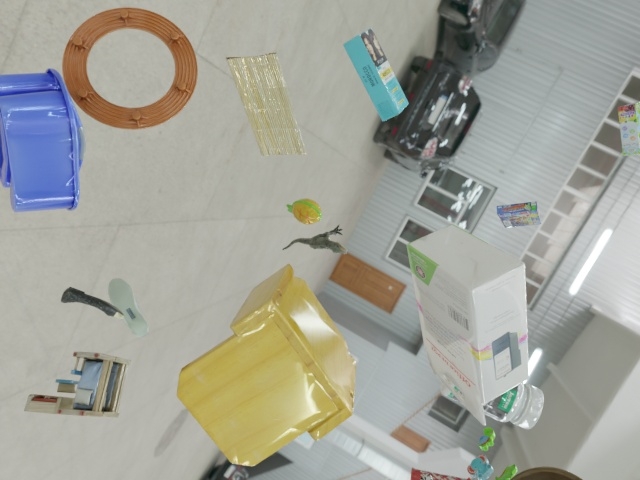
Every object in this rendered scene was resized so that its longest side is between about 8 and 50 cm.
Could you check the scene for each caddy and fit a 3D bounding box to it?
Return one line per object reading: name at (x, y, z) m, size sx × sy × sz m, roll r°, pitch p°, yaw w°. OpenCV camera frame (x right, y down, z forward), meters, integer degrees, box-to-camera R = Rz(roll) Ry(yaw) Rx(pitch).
caddy at (-0.643, -0.224, 1.069) m, size 0.179 × 0.241 × 0.342 m, roll -15°, pitch 137°, yaw -39°

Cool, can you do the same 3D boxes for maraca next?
maraca at (-0.067, -0.117, 1.869) m, size 0.185 × 0.127 × 0.099 m, roll -2°, pitch -134°, yaw 53°

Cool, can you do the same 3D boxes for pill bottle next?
pill bottle at (0.698, 0.612, 1.882) m, size 0.204 × 0.360 × 0.204 m, roll 23°, pitch 90°, yaw -82°

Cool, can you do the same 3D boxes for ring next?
ring at (-0.489, -0.450, 1.182) m, size 0.337 × 0.336 × 0.032 m, roll -59°, pitch -175°, yaw -12°

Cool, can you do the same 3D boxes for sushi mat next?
sushi mat at (-0.146, -0.369, 1.291) m, size 0.317 × 0.151 × 0.019 m, roll 72°, pitch 26°, yaw -42°

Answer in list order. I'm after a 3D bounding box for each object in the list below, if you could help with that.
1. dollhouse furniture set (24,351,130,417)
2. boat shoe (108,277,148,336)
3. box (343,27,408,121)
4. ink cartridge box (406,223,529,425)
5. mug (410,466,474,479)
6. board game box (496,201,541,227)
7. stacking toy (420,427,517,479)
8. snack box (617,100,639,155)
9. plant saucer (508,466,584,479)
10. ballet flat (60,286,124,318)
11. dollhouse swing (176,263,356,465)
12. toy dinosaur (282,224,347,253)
dollhouse furniture set at (-0.553, 0.319, 1.019) m, size 0.129 × 0.183 × 0.130 m, roll 68°, pitch 24°, yaw -66°
boat shoe at (-0.683, 0.243, 1.621) m, size 0.079 × 0.228 × 0.081 m, roll -27°, pitch 175°, yaw -32°
box at (0.165, -0.480, 1.332) m, size 0.060 × 0.244 × 0.100 m, roll -18°, pitch -158°, yaw 38°
ink cartridge box at (0.299, 0.170, 0.924) m, size 0.119 × 0.207 × 0.354 m, roll -23°, pitch 120°, yaw -14°
mug at (0.335, 0.683, 1.258) m, size 0.150 × 0.169 × 0.113 m, roll -42°, pitch 130°, yaw -69°
board game box at (0.749, -0.094, 1.725) m, size 0.201 × 0.136 × 0.035 m, roll 25°, pitch 63°, yaw -59°
stacking toy at (0.331, 0.536, 1.025) m, size 0.221 × 0.167 × 0.052 m, roll -38°, pitch -153°, yaw -11°
snack box at (0.670, -0.238, 0.947) m, size 0.141 × 0.100 × 0.037 m, roll -19°, pitch -170°, yaw -30°
plant saucer at (0.442, 0.585, 0.879) m, size 0.278 × 0.041 × 0.278 m, roll -46°, pitch -158°, yaw 25°
ballet flat at (-0.637, 0.184, 1.289) m, size 0.049 × 0.173 × 0.057 m, roll -67°, pitch -170°, yaw -16°
dollhouse swing at (-0.129, 0.317, 1.164) m, size 0.304 × 0.347 × 0.315 m, roll -31°, pitch -167°, yaw 16°
toy dinosaur at (0.000, 0.000, 1.469) m, size 0.118 × 0.268 × 0.064 m, roll -28°, pitch 109°, yaw -39°
